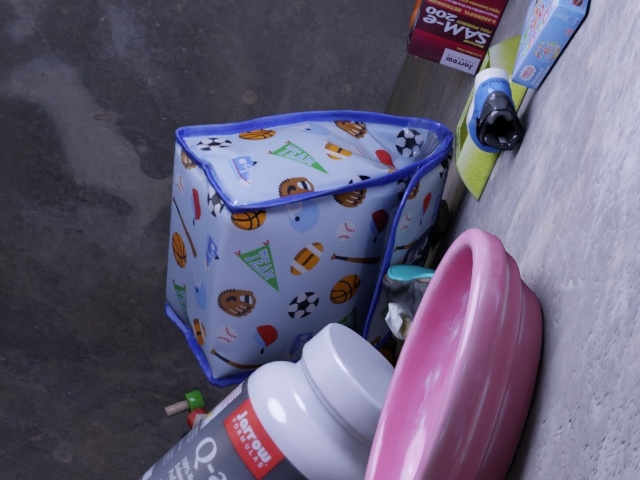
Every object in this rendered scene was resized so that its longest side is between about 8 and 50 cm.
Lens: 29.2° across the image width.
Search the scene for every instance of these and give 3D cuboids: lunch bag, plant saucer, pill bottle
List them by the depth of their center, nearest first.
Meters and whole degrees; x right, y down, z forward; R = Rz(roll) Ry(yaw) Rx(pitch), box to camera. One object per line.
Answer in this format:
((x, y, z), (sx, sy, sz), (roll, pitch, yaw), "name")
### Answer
((0.125, 0.156, 1.162), (0.332, 0.084, 0.332), (-161, 90, -86), "plant saucer")
((-0.059, 0.282, 1.520), (0.363, 0.210, 0.210), (-44, 10, 14), "pill bottle")
((0.228, -0.177, 1.677), (0.188, 0.045, 0.188), (-77, 7, -62), "plant saucer")
((0.000, 0.000, 1.726), (0.239, 0.386, 0.327), (52, 143, 42), "lunch bag")

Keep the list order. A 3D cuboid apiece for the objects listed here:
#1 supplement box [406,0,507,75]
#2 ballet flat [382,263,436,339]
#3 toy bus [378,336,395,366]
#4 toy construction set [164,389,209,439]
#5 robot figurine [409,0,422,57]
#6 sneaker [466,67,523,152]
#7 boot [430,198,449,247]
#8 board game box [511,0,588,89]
((0.241, -0.407, 2.025), (0.073, 0.130, 0.239), (-77, 6, -58), "supplement box")
((0.125, 0.083, 1.549), (0.280, 0.095, 0.096), (-149, 69, -87), "ballet flat")
((0.047, 0.217, 1.903), (0.332, 0.108, 0.130), (-82, 11, -74), "toy bus")
((-0.056, 0.341, 1.832), (0.309, 0.237, 0.257), (1, 107, 69), "toy construction set")
((0.238, -0.431, 2.227), (0.158, 0.128, 0.219), (-78, 8, -64), "robot figurine")
((0.215, -0.135, 1.516), (0.152, 0.058, 0.084), (86, 179, -58), "sneaker")
((0.176, -0.046, 1.879), (0.114, 0.037, 0.106), (108, 166, -70), "boot")
((0.288, -0.309, 1.464), (0.160, 0.039, 0.211), (115, 172, -62), "board game box")
